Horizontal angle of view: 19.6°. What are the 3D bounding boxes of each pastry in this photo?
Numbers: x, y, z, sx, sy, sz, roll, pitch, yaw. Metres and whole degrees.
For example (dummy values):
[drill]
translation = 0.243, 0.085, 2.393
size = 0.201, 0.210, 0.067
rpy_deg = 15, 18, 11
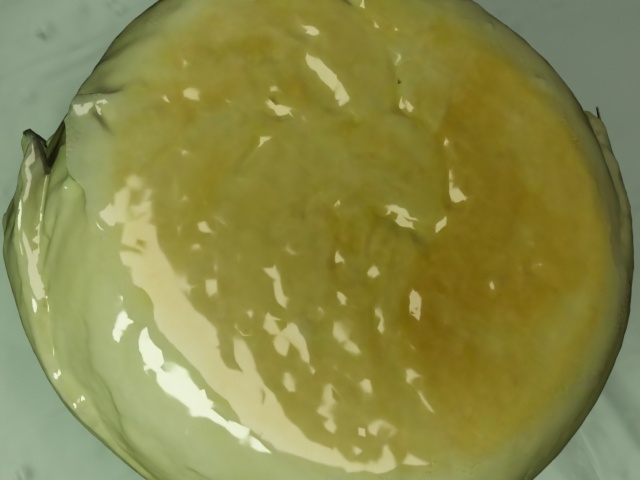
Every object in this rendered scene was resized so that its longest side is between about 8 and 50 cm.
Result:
[pastry]
translation = 0.002, 0.001, 0.763
size = 0.265, 0.133, 0.265
rpy_deg = 3, 77, -14
